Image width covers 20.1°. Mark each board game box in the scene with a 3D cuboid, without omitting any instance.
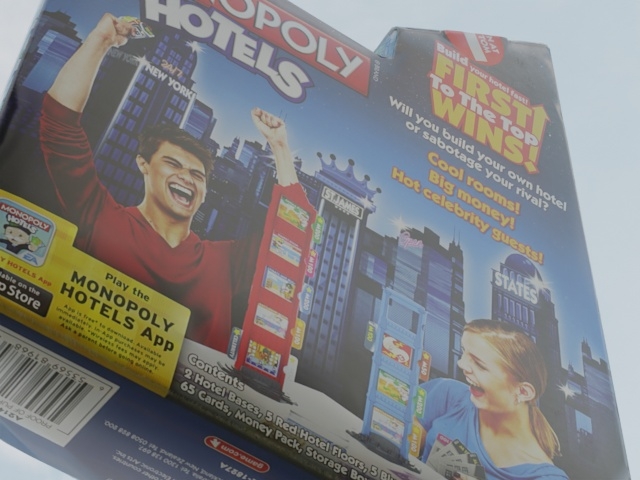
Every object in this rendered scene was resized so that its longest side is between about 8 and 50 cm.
[{"bbox_3d":[0.000,0.000,0.481,0.194,0.194,0.060,30,-48,-17],"label":"board game box"}]
